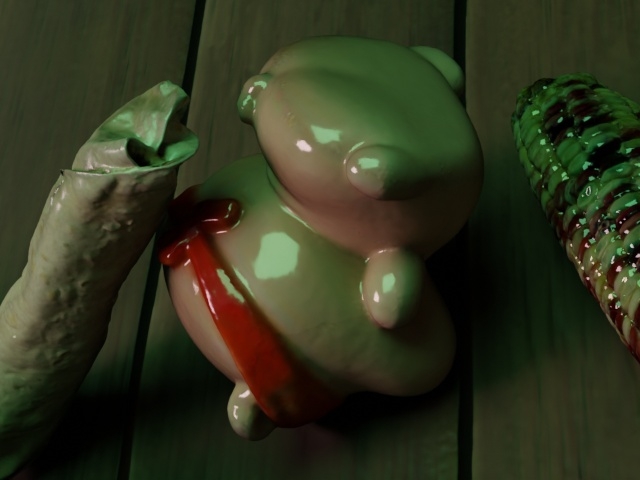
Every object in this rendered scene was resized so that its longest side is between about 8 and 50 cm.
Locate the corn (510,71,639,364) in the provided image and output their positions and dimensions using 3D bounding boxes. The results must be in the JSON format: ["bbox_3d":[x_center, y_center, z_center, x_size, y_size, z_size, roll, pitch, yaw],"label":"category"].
[{"bbox_3d":[0.164,0.001,0.824,0.086,0.086,0.253,-31,40,2],"label":"corn"}]

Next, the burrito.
[{"bbox_3d":[-0.131,0.026,0.875,0.275,0.059,0.082,-58,6,42],"label":"burrito"}]

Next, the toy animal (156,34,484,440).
[{"bbox_3d":[0.000,0.000,0.864,0.197,0.171,0.171,-61,32,29],"label":"toy animal"}]
